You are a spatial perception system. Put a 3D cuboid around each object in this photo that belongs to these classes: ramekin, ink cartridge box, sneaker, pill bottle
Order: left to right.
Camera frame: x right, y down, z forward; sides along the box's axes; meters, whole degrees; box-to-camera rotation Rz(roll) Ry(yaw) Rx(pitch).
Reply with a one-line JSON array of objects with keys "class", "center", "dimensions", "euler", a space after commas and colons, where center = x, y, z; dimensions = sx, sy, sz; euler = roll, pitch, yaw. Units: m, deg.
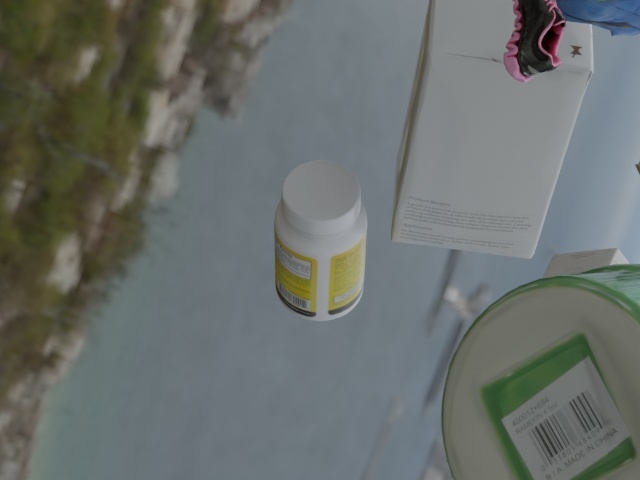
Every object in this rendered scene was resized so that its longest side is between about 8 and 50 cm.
[{"class": "pill bottle", "center": [0.000, 0.000, 2.276], "dimensions": [0.208, 0.119, 0.119], "euler": [92, 20, -53]}, {"class": "sneaker", "center": [0.201, -0.202, 1.597], "dimensions": [0.047, 0.057, 0.119], "euler": [15, 75, -40]}, {"class": "ink cartridge box", "center": [0.278, 0.093, 1.885], "dimensions": [0.092, 0.090, 0.143], "euler": [49, 55, -28]}, {"class": "ramekin", "center": [0.262, 0.171, 1.697], "dimensions": [0.148, 0.303, 0.303], "euler": [4, 107, -52]}, {"class": "sneaker", "center": [0.340, -0.242, 1.786], "dimensions": [0.082, 0.209, 0.069], "euler": [105, -14, -60]}]

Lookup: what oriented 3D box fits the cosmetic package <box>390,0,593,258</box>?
[{"class": "cosmetic package", "center": [0.204, -0.149, 2.180], "dimensions": [0.365, 0.197, 0.155], "euler": [101, -3, -51]}]

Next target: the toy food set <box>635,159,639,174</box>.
[{"class": "toy food set", "center": [0.419, -0.108, 2.105], "dimensions": [0.078, 0.019, 0.122], "euler": [50, 57, -32]}]
